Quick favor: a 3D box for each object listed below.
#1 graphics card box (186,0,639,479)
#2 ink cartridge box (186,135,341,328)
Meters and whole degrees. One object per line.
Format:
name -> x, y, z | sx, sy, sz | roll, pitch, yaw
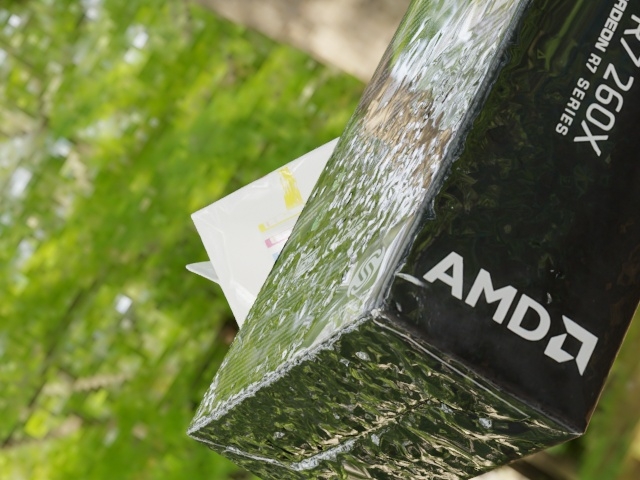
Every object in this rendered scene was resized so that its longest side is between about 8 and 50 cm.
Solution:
graphics card box -> 0.090, -0.074, 0.806 | 0.371, 0.094, 0.233 | -62, 10, -25
ink cartridge box -> 0.000, 0.000, 1.177 | 0.143, 0.090, 0.092 | -27, -7, 23
